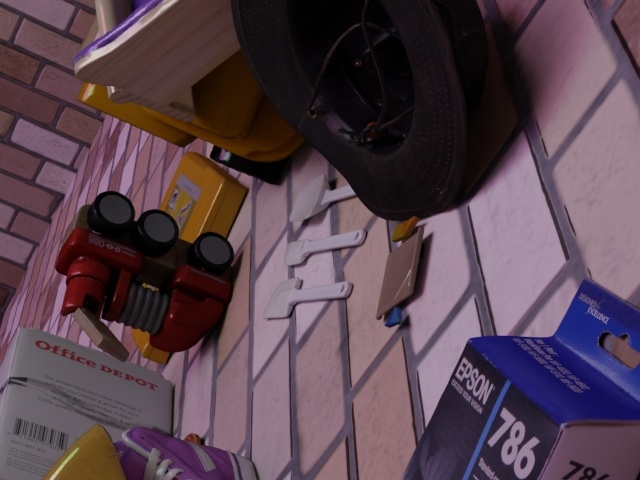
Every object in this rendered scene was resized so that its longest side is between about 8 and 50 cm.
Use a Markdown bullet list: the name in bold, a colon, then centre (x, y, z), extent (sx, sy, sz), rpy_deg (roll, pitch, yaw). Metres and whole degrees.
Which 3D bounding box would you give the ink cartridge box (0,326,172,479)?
- **ink cartridge box**: centre (-0.312, 0.272, 1.586), extent (0.129, 0.223, 0.307), rpy_deg (-59, 19, 24)

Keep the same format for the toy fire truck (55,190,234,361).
- **toy fire truck**: centre (-0.226, 0.079, 1.593), extent (0.158, 0.217, 0.246), rpy_deg (-46, 27, 47)

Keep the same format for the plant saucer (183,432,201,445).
- **plant saucer**: centre (-0.160, 0.268, 1.496), extent (0.083, 0.013, 0.083), rpy_deg (-56, 21, 34)

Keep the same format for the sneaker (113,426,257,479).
- **sneaker**: centre (-0.130, 0.254, 1.188), extent (0.102, 0.161, 0.282), rpy_deg (-65, 19, 0)

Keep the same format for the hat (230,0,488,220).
- **hat**: centre (0.059, -0.187, 1.133), extent (0.134, 0.331, 0.331), rpy_deg (-31, 4, -24)

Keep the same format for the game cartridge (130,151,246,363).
- **game cartridge**: centre (-0.217, 0.016, 1.925), extent (0.285, 0.053, 0.324), rpy_deg (-66, 16, 4)

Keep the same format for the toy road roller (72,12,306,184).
- **toy road roller**: centre (-0.152, -0.218, 1.581), extent (0.240, 0.330, 0.202), rpy_deg (16, -82, -85)

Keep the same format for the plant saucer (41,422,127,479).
- **plant saucer**: centre (-0.246, 0.392, 1.210), extent (0.333, 0.081, 0.332), rpy_deg (-48, 58, 45)

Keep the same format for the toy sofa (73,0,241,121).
- **toy sofa**: centre (-0.102, -0.286, 1.330), extent (0.363, 0.177, 0.150), rpy_deg (-31, 58, 35)

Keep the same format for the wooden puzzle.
- **wooden puzzle**: centre (0.072, 0.029, 1.122), extent (0.078, 0.014, 0.116), rpy_deg (138, 151, -61)

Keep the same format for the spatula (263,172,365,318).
- **spatula**: centre (0.000, 0.000, 1.361), extent (0.242, 0.019, 0.168), rpy_deg (-16, 52, 68)

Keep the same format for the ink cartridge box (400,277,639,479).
- **ink cartridge box**: centre (0.098, 0.178, 0.775), extent (0.332, 0.065, 0.165), rpy_deg (-64, 17, 5)
